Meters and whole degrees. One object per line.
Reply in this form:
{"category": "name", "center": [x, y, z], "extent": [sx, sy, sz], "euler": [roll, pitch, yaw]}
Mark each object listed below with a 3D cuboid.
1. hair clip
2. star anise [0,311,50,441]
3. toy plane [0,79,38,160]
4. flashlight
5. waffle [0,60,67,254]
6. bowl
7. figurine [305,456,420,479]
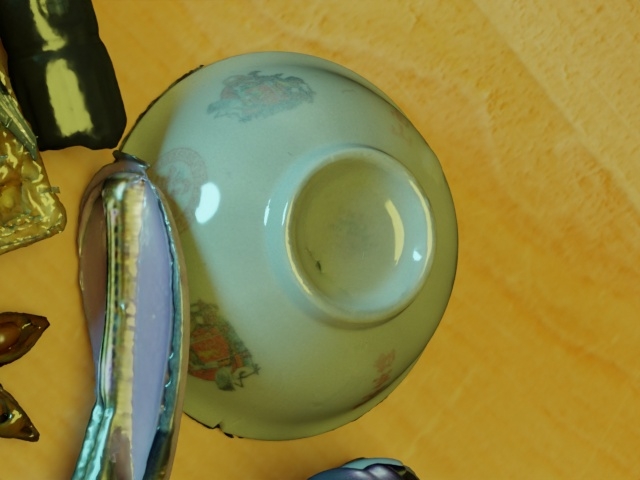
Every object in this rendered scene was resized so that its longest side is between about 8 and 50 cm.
{"category": "hair clip", "center": [-0.159, 0.107, 1.355], "extent": [0.095, 0.110, 0.359], "euler": [8, 86, -12]}
{"category": "star anise", "center": [-0.294, 0.126, 1.325], "extent": [0.212, 0.053, 0.157], "euler": [-27, 98, -27]}
{"category": "toy plane", "center": [-0.290, -0.137, 1.241], "extent": [0.226, 0.058, 0.226], "euler": [25, 77, -40]}
{"category": "flashlight", "center": [-0.246, -0.272, 1.347], "extent": [0.103, 0.103, 0.424], "euler": [-17, 96, -26]}
{"category": "waffle", "center": [-0.347, -0.109, 1.292], "extent": [0.212, 0.091, 0.308], "euler": [-25, 98, -25]}
{"category": "bowl", "center": [0.000, 0.000, 1.422], "extent": [0.345, 0.157, 0.346], "euler": [2, 86, -27]}
{"category": "figurine", "center": [0.031, 0.234, 1.390], "extent": [0.145, 0.222, 0.145], "euler": [3, 81, -23]}
